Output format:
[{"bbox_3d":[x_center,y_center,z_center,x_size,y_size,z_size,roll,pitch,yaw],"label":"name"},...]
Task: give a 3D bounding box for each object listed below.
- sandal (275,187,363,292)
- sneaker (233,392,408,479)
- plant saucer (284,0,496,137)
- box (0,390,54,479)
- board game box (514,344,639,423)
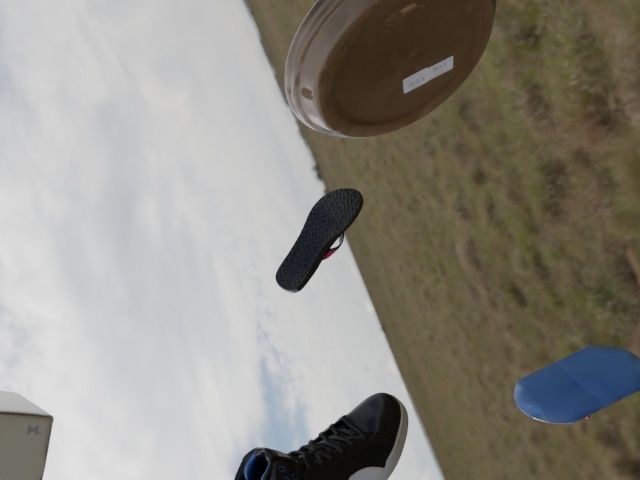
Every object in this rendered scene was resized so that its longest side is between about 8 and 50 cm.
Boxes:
[{"bbox_3d":[0.000,0.000,1.311,0.067,0.179,0.040,34,177,34],"label":"sandal"},{"bbox_3d":[-0.004,0.219,0.898,0.079,0.217,0.121,19,153,49],"label":"sneaker"},{"bbox_3d":[0.090,-0.217,1.034,0.041,0.278,0.278,57,177,30],"label":"plant saucer"},{"bbox_3d":[-0.513,0.317,1.387,0.232,0.126,0.149,0,80,59],"label":"box"},{"bbox_3d":[0.338,0.196,1.163,0.133,0.168,0.033,-134,21,-68],"label":"board game box"}]
